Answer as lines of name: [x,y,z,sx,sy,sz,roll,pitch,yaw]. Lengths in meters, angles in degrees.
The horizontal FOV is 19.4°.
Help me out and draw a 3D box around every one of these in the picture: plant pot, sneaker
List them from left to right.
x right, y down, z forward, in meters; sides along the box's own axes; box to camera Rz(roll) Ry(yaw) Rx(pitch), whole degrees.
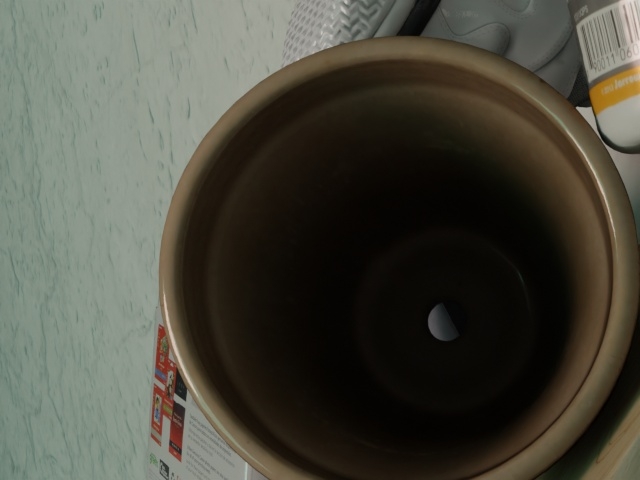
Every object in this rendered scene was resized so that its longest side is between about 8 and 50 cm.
plant pot: [0.063,0.034,1.099,0.229,0.263,0.263,37,-144,-74]
sneaker: [0.123,-0.209,1.217,0.137,0.210,0.366,-28,39,66]

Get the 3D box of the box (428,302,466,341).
box: [0.104,0.043,1.346,0.163,0.142,0.247,109,144,-49]

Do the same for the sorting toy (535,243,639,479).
sorting toy: [0.199,0.099,1.058,0.257,0.089,0.255,-57,3,-7]

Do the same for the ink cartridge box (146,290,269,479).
ink cartridge box: [-0.057,0.152,1.743,0.309,0.130,0.272,-156,68,-67]

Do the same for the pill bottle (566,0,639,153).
pill bottle: [0.198,-0.197,1.000,0.162,0.162,0.278,156,103,-67]
